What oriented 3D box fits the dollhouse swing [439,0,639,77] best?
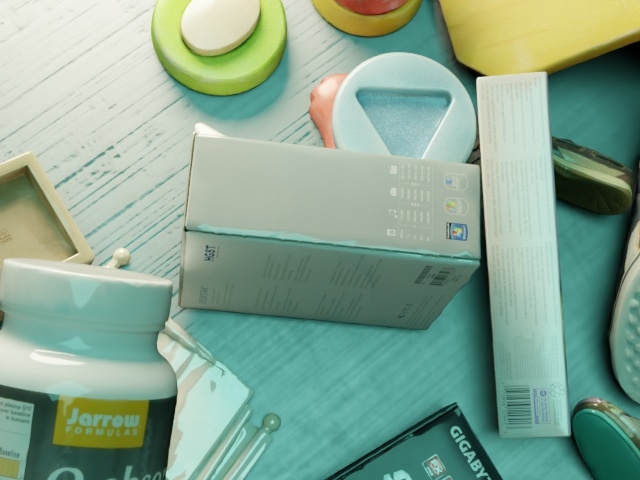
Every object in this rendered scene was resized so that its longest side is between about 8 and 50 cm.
[{"bbox_3d":[0.310,-0.321,1.075,0.315,0.305,0.347,-2,73,-51],"label":"dollhouse swing"}]

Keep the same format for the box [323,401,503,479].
[{"bbox_3d":[0.099,0.279,0.915,0.175,0.051,0.220,-29,82,-13],"label":"box"}]

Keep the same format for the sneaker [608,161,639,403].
[{"bbox_3d":[0.350,-0.006,0.987,0.126,0.127,0.321,16,100,2],"label":"sneaker"}]

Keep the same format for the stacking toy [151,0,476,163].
[{"bbox_3d":[-0.005,-0.170,0.963,0.279,0.130,0.309,-10,78,-10],"label":"stacking toy"}]

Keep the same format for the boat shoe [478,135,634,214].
[{"bbox_3d":[0.227,-0.073,1.016,0.152,0.056,0.049,26,49,7],"label":"boat shoe"}]

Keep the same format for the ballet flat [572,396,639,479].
[{"bbox_3d":[0.305,0.225,0.951,0.079,0.077,0.221,-32,89,-35],"label":"ballet flat"}]

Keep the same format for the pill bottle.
[{"bbox_3d":[-0.199,0.160,0.819,0.162,0.162,0.278,8,91,-6],"label":"pill bottle"}]

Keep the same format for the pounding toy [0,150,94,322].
[{"bbox_3d":[-0.277,0.024,0.910,0.130,0.100,0.141,-29,85,-27],"label":"pounding toy"}]

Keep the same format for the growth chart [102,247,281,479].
[{"bbox_3d":[-0.156,0.145,0.927,0.237,0.021,0.172,45,76,4],"label":"growth chart"}]

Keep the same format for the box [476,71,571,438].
[{"bbox_3d":[0.182,0.014,0.950,0.067,0.063,0.324,-5,86,10],"label":"box"}]

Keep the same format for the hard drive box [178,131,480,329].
[{"bbox_3d":[0.000,0.000,0.893,0.232,0.181,0.089,6,67,-7],"label":"hard drive box"}]
